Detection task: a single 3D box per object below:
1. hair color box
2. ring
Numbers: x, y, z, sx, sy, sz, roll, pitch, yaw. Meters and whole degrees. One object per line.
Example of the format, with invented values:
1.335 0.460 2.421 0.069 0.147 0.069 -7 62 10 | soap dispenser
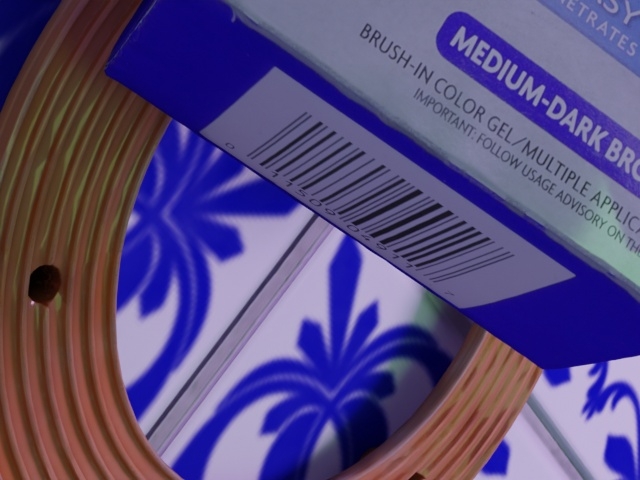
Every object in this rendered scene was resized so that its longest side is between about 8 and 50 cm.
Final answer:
0.100 -0.149 0.496 0.185 0.110 0.338 34 70 -12 | hair color box
0.000 0.000 0.605 0.337 0.032 0.336 -21 122 -39 | ring
